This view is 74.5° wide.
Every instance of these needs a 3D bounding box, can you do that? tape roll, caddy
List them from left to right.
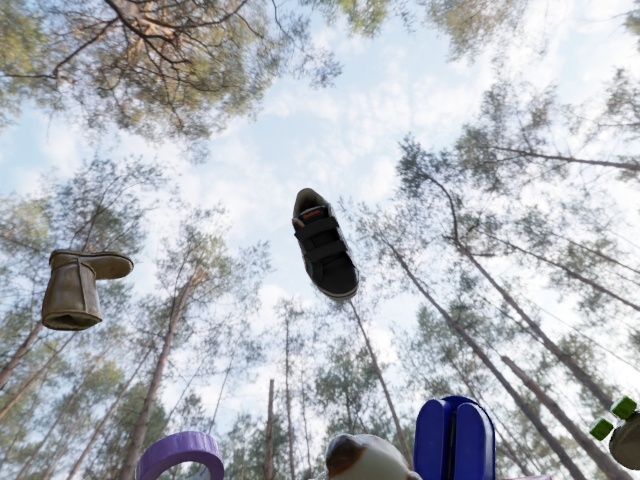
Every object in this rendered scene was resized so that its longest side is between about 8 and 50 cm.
[{"bbox_3d":[-0.463,0.771,1.394,0.275,0.090,0.274,-10,-63,-21],"label":"tape roll"},{"bbox_3d":[0.439,0.680,1.376,0.241,0.341,0.179,-4,-29,32],"label":"caddy"}]

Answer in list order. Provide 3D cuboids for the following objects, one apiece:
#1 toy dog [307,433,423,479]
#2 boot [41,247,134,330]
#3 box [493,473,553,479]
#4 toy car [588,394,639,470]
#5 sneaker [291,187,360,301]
[{"bbox_3d":[0.039,0.610,0.880,0.284,0.395,0.408,26,-102,19],"label":"toy dog"},{"bbox_3d":[-0.620,0.135,1.148,0.236,0.269,0.089,6,-61,-35],"label":"boot"},{"bbox_3d":[0.444,0.701,1.041,0.300,0.142,0.154,-27,-102,31],"label":"box"},{"bbox_3d":[0.735,0.423,0.955,0.188,0.155,0.149,-10,-48,-48],"label":"toy car"},{"bbox_3d":[0.000,0.000,1.054,0.126,0.321,0.127,-22,-39,-7],"label":"sneaker"}]
